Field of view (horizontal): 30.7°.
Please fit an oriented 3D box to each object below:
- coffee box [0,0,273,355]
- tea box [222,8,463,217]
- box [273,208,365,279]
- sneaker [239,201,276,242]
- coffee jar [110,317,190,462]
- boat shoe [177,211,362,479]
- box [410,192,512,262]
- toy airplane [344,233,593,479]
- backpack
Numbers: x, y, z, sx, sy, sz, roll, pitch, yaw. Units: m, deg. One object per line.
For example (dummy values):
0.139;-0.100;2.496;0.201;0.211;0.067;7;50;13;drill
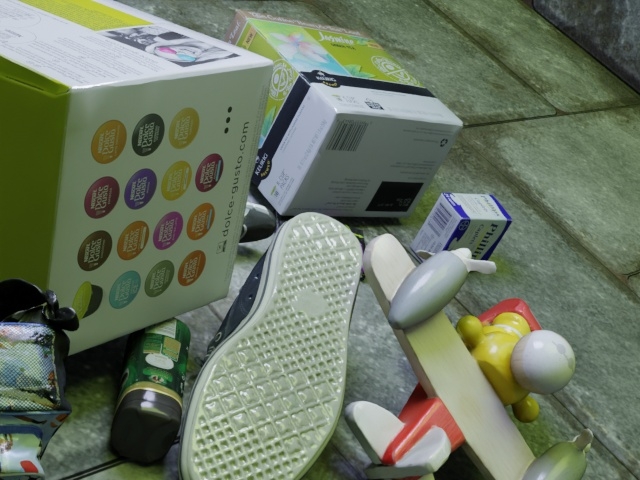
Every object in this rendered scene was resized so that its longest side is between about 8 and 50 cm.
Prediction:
-0.315;-0.100;1.450;0.338;0.338;0.334;26;27;30;coffee box
0.009;-0.219;2.064;0.329;0.220;0.323;0;38;-45;tea box
0.000;0.000;1.947;0.162;0.029;0.116;17;33;-17;box
-0.165;0.009;1.759;0.228;0.086;0.132;1;45;-23;sneaker
-0.209;0.182;1.444;0.079;0.096;0.184;18;33;-13;coffee jar
-0.065;0.169;1.537;0.186;0.156;0.500;28;42;-8;boat shoe
0.252;-0.013;2.082;0.137;0.126;0.072;-1;41;-40;box
0.214;0.203;1.587;0.386;0.272;0.385;26;49;-42;toy airplane
-0.398;0.183;1.156;0.263;0.276;0.213;10;49;-24;backpack
